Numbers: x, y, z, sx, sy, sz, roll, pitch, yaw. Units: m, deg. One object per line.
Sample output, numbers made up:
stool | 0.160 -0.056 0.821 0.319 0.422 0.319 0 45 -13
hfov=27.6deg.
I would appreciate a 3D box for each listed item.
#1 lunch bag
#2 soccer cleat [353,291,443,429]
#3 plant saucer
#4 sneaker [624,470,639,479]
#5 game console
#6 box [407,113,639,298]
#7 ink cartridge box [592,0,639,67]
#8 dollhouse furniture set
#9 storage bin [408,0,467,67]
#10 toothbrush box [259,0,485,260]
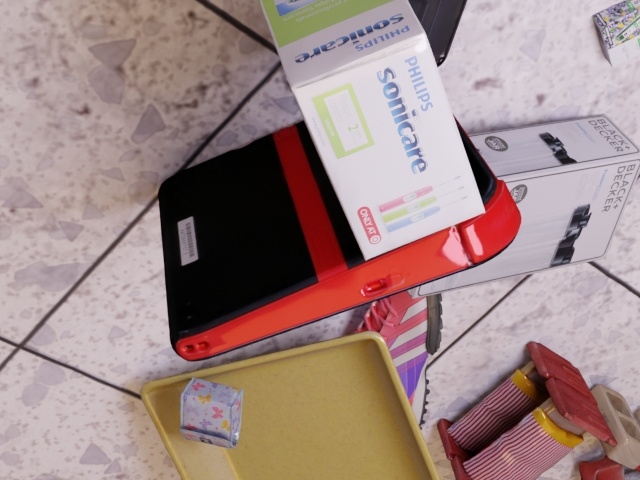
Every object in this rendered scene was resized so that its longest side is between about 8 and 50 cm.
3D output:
lunch bag | -0.135 0.220 1.608 0.071 0.053 0.083 13 123 11
soccer cleat | 0.087 0.130 1.677 0.116 0.108 0.318 0 130 -6
plant saucer | -0.018 0.268 1.685 0.333 0.081 0.332 -15 114 18
sneaker | 0.522 0.542 2.083 0.137 0.210 0.365 -10 131 -9
game console | 0.002 -0.032 1.326 0.342 0.386 0.060 -23 116 2
box | 0.226 -0.043 1.535 0.290 0.087 0.169 -10 133 -28
ink cartridge box | 0.374 -0.251 1.486 0.115 0.029 0.063 -25 132 5
dollhouse furniture set | 0.373 0.318 1.877 0.374 0.152 0.201 30 115 -32
storage bin | 0.051 -0.254 1.348 0.180 0.084 0.122 3 128 -20
toothbrush box | 0.031 -0.158 1.177 0.122 0.283 0.206 -23 132 2
